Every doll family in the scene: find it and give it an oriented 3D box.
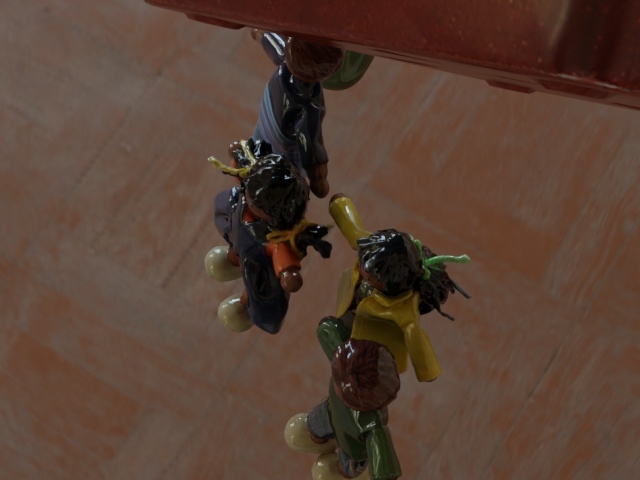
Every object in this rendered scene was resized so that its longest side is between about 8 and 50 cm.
[{"bbox_3d":[0.000,0.000,0.586,0.076,0.111,0.193,-26,69,-20],"label":"doll family"}]

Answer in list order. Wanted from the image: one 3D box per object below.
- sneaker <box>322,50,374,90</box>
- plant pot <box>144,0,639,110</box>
[{"bbox_3d":[0.022,-0.183,0.966,0.064,0.086,0.192,14,107,-3],"label":"sneaker"},{"bbox_3d":[0.088,-0.157,0.435,0.267,0.267,0.236,17,99,46],"label":"plant pot"}]
